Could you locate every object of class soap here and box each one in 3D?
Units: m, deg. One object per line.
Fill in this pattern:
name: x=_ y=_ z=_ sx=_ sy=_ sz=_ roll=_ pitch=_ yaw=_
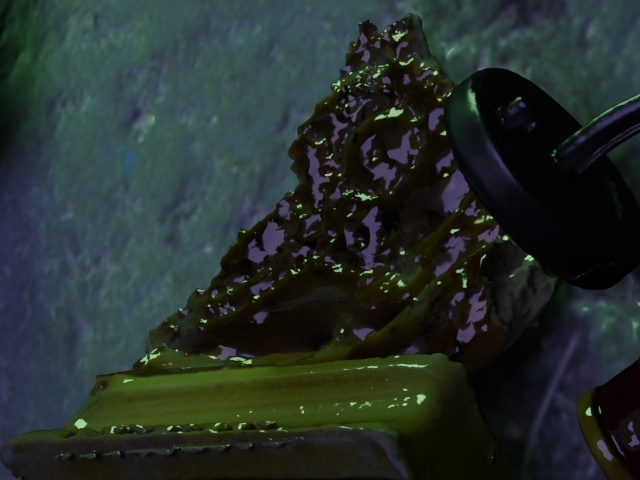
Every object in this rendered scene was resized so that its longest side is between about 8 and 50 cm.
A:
soap: x=-0.024 y=0.128 z=0.864 sx=0.233 sy=0.076 sz=0.135 roll=-8 pitch=113 yaw=34

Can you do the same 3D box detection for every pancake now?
pancake: x=0.000 y=0.000 z=0.938 sx=0.266 sy=0.057 sz=0.244 roll=-5 pitch=72 yaw=37

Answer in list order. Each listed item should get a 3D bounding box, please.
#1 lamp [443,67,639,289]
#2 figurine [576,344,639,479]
lamp: x=0.241 y=-0.086 z=0.790 sx=0.371 sy=0.108 sz=0.130 roll=-25 pitch=48 yaw=14
figurine: x=0.175 y=0.049 z=0.759 sx=0.154 sy=0.098 sz=0.082 roll=-40 pitch=51 yaw=25
